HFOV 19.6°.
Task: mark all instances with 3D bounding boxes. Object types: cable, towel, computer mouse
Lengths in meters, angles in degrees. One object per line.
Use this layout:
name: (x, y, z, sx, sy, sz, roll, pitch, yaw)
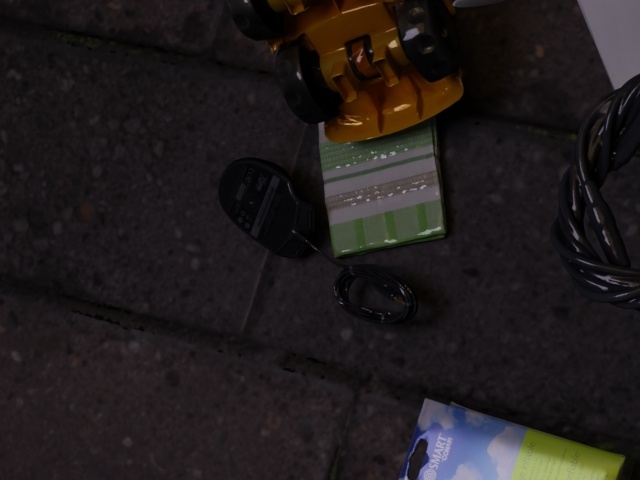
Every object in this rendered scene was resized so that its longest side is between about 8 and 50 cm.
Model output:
cable: (0.234, -0.040, 1.237, 0.150, 0.047, 0.185, 16, 88, 35)
towel: (0.055, -0.065, 1.644, 0.113, 0.023, 0.152, -12, 73, 23)
computer mouse: (0.000, 0.000, 1.628, 0.242, 0.041, 0.071, 39, 116, 30)

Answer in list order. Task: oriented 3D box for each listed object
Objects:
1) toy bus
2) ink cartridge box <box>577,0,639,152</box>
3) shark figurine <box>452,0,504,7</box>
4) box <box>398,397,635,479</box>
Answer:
toy bus: (0.028, -0.231, 1.594, 0.149, 0.220, 0.211, -18, 39, 25)
ink cartridge box: (0.323, -0.107, 1.386, 0.160, 0.279, 0.385, -25, 67, 17)
shark figurine: (0.206, -0.212, 1.241, 0.166, 0.278, 0.116, 33, 135, 2)
box: (0.154, 0.204, 1.509, 0.178, 0.042, 0.109, 15, 82, 27)
